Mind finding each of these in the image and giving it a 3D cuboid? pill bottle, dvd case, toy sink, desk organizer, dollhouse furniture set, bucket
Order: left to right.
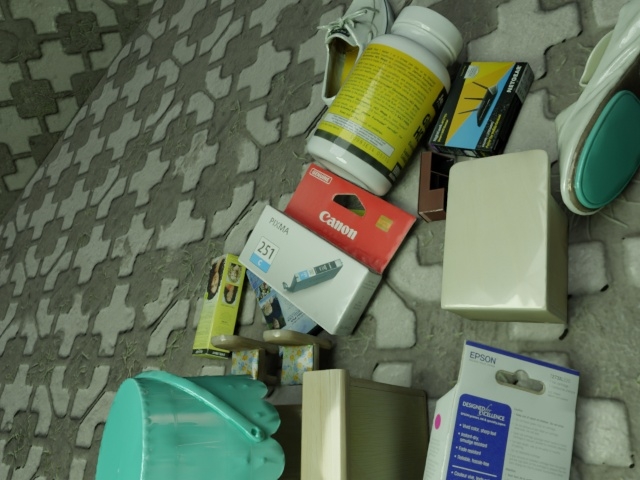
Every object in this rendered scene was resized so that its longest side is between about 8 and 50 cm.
[{"bbox_3d":[-0.195,0.318,0.723,0.281,0.183,0.281,-28,55,50],"label":"bucket"},{"bbox_3d":[-0.060,0.320,0.823,0.394,0.256,0.362,-13,65,32],"label":"dollhouse furniture set"},{"bbox_3d":[-0.058,0.101,1.100,0.180,0.022,0.253,-42,49,15],"label":"dvd case"},{"bbox_3d":[0.133,-0.271,1.008,0.188,0.188,0.334,33,92,43],"label":"pill bottle"},{"bbox_3d":[0.215,-0.103,0.958,0.050,0.047,0.130,-7,65,34],"label":"desk organizer"},{"bbox_3d":[0.287,0.002,0.791,0.152,0.131,0.234,-5,71,37],"label":"toy sink"}]

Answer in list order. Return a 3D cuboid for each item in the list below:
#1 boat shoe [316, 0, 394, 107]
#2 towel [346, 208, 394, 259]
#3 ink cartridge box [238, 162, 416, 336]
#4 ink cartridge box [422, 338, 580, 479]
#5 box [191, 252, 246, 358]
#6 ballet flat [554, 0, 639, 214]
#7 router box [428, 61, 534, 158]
[{"bbox_3d":[0.062,-0.453,1.175,0.135,0.156,0.367,0,70,39],"label":"boat shoe"},{"bbox_3d":[0.052,-0.020,1.051,0.237,0.021,0.102,5,71,35],"label":"towel"},{"bbox_3d":[0.000,0.000,1.019,0.296,0.066,0.261,32,95,36],"label":"ink cartridge box"},{"bbox_3d":[0.221,0.331,0.660,0.069,0.175,0.371,136,149,-75],"label":"ink cartridge box"},{"bbox_3d":[-0.230,0.151,1.179,0.087,0.058,0.232,-20,57,52],"label":"box"},{"bbox_3d":[0.444,-0.214,0.786,0.139,0.139,0.400,25,82,43],"label":"ballet flat"},{"bbox_3d":[0.297,-0.243,0.957,0.133,0.046,0.179,18,81,43],"label":"router box"}]
